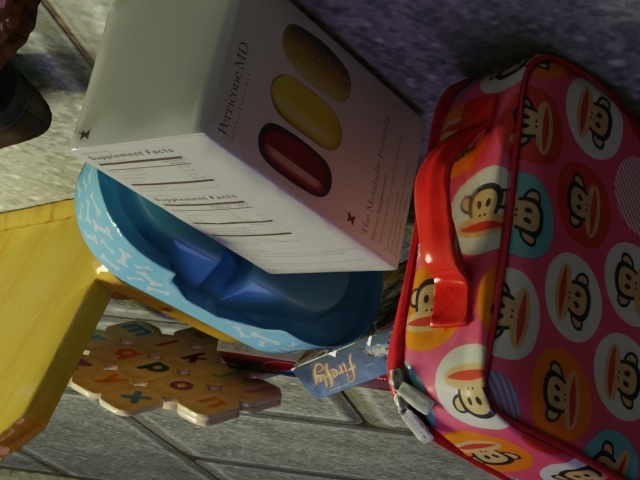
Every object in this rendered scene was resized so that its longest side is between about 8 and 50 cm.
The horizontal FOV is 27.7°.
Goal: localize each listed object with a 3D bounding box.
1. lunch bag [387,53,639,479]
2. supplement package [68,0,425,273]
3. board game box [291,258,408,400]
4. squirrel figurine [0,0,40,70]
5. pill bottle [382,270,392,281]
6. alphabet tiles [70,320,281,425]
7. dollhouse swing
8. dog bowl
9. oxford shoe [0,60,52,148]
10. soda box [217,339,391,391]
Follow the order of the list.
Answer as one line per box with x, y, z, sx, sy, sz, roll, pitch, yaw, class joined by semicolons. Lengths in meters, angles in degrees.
0.157;0.022;0.936;0.258;0.293;0.120;31;151;-36;lunch bag
-0.047;-0.080;0.985;0.134;0.139;0.244;-3;157;36;supplement package
0.102;0.054;1.186;0.243;0.165;0.042;-26;104;43;board game box
-0.375;-0.193;0.766;0.397;0.281;0.370;-26;131;37;squirrel figurine
0.000;0.000;1.267;0.137;0.078;0.078;2;158;22;pill bottle
-0.191;0.163;1.629;0.284;0.021;0.278;21;-159;39;alphabet tiles
-0.265;0.127;1.420;0.346;0.305;0.315;-8;152;40;dollhouse swing
-0.081;-0.003;1.129;0.297;0.166;0.074;29;142;-26;dog bowl
-0.341;-0.105;1.155;0.227;0.083;0.096;3;163;23;oxford shoe
0.013;0.125;1.590;0.263;0.083;0.092;7;161;7;soda box
